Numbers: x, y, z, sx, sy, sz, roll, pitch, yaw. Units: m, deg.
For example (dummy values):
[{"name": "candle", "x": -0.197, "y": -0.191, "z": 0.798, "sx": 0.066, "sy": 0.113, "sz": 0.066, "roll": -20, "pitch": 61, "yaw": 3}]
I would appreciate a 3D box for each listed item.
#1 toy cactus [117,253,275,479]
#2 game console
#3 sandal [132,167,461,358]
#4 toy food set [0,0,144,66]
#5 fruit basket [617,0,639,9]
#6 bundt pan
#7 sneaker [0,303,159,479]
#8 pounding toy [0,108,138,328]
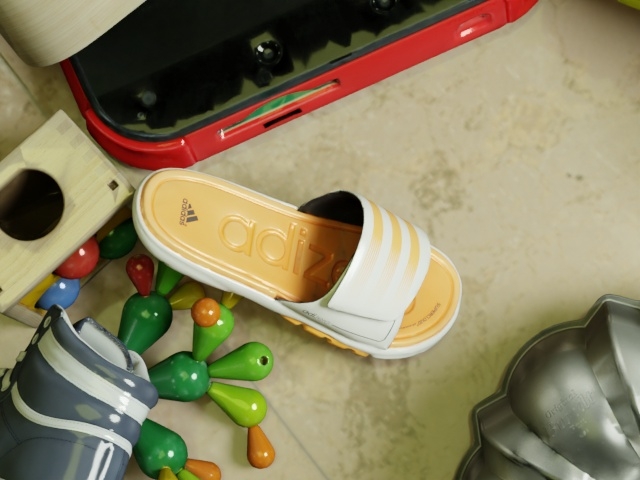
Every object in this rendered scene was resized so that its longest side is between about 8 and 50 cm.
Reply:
[{"name": "toy cactus", "x": -0.123, "y": 0.108, "z": 1.298, "sx": 0.180, "sy": 0.112, "sz": 0.219, "roll": -10, "pitch": 90, "yaw": 11}, {"name": "game console", "x": -0.046, "y": -0.265, "z": 1.367, "sx": 0.386, "sy": 0.060, "sz": 0.342, "roll": -24, "pitch": 76, "yaw": -2}, {"name": "sandal", "x": -0.002, "y": 0.010, "z": 1.255, "sx": 0.265, "sy": 0.076, "sz": 0.102, "roll": 18, "pitch": 63, "yaw": -25}, {"name": "toy food set", "x": -0.154, "y": -0.298, "z": 1.277, "sx": 0.306, "sy": 0.092, "sz": 0.220, "roll": -40, "pitch": 114, "yaw": -6}, {"name": "fruit basket", "x": 0.371, "y": -0.219, "z": 1.220, "sx": 0.392, "sy": 0.283, "sz": 0.392, "roll": 6, "pitch": 68, "yaw": -15}, {"name": "bundt pan", "x": 0.246, "y": 0.197, "z": 1.218, "sx": 0.330, "sy": 0.124, "sz": 0.331, "roll": 0, "pitch": 92, "yaw": 10}, {"name": "sneaker", "x": -0.226, "y": 0.113, "z": 1.252, "sx": 0.282, "sy": 0.099, "sz": 0.153, "roll": 16, "pitch": 76, "yaw": 41}, {"name": "pounding toy", "x": -0.224, "y": 0.014, "z": 1.265, "sx": 0.206, "sy": 0.181, "sz": 0.094, "roll": -43, "pitch": 83, "yaw": -4}]
